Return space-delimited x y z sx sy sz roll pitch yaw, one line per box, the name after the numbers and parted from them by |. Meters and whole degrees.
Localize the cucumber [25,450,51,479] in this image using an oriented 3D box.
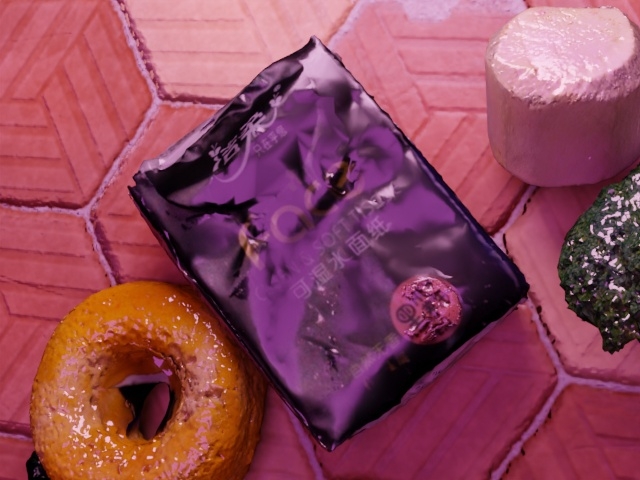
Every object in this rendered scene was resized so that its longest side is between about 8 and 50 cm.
-0.219 0.288 0.859 0.220 0.046 0.070 19 97 15 | cucumber

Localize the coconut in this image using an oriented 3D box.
0.215 -0.119 0.737 0.147 0.152 0.147 -9 49 10 | coconut

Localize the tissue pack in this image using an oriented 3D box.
0.000 0.000 0.782 0.245 0.123 0.332 -37 77 -4 | tissue pack

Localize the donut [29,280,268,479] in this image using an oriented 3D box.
-0.170 0.156 0.827 0.254 0.118 0.253 -4 67 10 | donut

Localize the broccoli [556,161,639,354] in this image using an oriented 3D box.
0.341 0.029 0.647 0.308 0.308 0.275 14 126 15 | broccoli
